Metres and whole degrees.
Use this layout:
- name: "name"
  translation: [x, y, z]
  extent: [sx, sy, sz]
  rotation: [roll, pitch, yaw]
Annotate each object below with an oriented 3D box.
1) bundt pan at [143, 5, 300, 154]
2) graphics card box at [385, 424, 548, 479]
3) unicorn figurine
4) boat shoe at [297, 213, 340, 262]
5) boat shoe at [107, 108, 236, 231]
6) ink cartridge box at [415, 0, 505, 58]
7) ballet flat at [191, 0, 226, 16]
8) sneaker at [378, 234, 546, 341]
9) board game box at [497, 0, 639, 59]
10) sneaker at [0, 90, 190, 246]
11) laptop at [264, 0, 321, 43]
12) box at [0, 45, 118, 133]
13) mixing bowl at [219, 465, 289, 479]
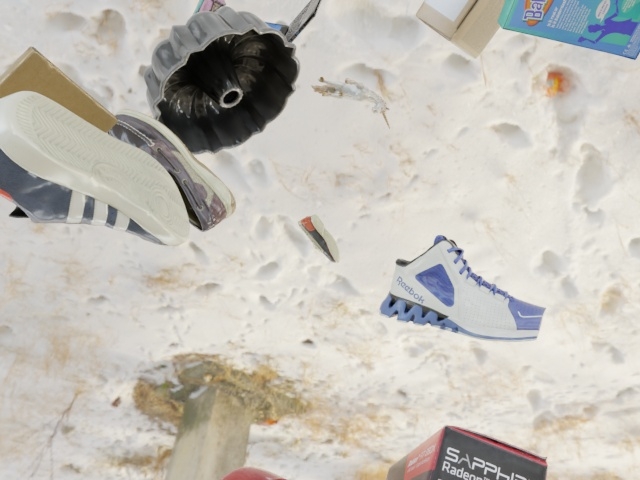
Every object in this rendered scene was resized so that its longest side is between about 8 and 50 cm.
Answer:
- name: "bundt pan"
  translation: [-0.211, -0.334, 1.066]
  extent: [0.331, 0.124, 0.330]
  rotation: [-29, 159, -13]
- name: "graphics card box"
  translation: [0.062, 0.354, 0.402]
  extent: [0.094, 0.370, 0.232]
  rotation: [20, 150, 6]
- name: "unicorn figurine"
  translation: [0.066, -0.295, 1.044]
  extent: [0.111, 0.162, 0.060]
  rotation: [0, 123, -48]
- name: "boat shoe"
  translation: [0.000, 0.000, 1.164]
  extent: [0.043, 0.049, 0.137]
  rotation: [-21, 122, 23]
- name: "boat shoe"
  translation: [-0.285, -0.126, 0.945]
  extent: [0.285, 0.092, 0.103]
  rotation: [41, 139, -2]
- name: "ink cartridge box"
  translation: [0.296, -0.460, 0.916]
  extent: [0.088, 0.193, 0.234]
  rotation: [44, 115, 18]
- name: "ballet flat"
  translation: [-0.302, -0.531, 1.293]
  extent: [0.079, 0.221, 0.077]
  rotation: [34, 166, -26]
- name: "sneaker"
  translation: [0.273, 0.085, 1.008]
  extent: [0.316, 0.182, 0.127]
  rotation: [8, -177, 22]
- name: "board game box"
  translation: [0.387, -0.364, 0.740]
  extent: [0.211, 0.047, 0.160]
  rotation: [12, 128, -3]
- name: "sneaker"
  translation: [-0.324, -0.066, 0.711]
  extent: [0.148, 0.131, 0.350]
  rotation: [-23, 152, 14]
- name: "laptop"
  translation: [-0.126, -0.588, 1.364]
  extent: [0.137, 0.234, 0.264]
  rotation: [36, 131, -23]
- name: "box"
  translation: [-0.441, -0.166, 0.793]
  extent: [0.201, 0.021, 0.164]
  rotation: [-45, 142, -1]
- name: "mixing bowl"
  translation: [-0.147, 0.502, 0.982]
  extent: [0.098, 0.181, 0.181]
  rotation: [27, 157, 41]
